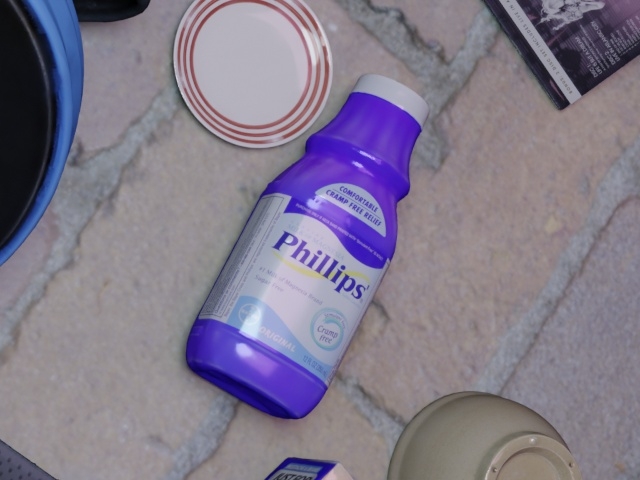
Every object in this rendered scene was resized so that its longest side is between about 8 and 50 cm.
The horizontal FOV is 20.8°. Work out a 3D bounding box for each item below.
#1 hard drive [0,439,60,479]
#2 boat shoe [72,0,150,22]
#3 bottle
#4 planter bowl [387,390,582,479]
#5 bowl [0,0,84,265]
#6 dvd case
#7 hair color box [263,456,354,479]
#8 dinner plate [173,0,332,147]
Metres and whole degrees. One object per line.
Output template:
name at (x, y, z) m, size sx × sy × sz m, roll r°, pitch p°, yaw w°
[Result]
hard drive at (-0.299, 0.251, 1.239) m, size 0.172 × 0.054 × 0.254 m, roll 45°, pitch 66°, yaw -42°
boat shoe at (-0.335, -0.214, 1.219) m, size 0.500 × 0.187 × 0.156 m, roll -6°, pitch 83°, yaw -30°
bottle at (0.000, 0.000, 1.402) m, size 0.118 × 0.092 × 0.282 m, roll 33°, pitch 74°, yaw -18°
planter bowl at (0.151, 0.208, 1.448) m, size 0.162 × 0.109 × 0.162 m, roll 1°, pitch 86°, yaw -24°
bowl at (-0.349, -0.092, 1.133) m, size 0.391 × 0.077 × 0.391 m, roll -7°, pitch 127°, yaw -9°
dvd case at (0.255, -0.244, 1.530) m, size 0.221 × 0.018 × 0.164 m, roll -36°, pitch 102°, yaw 2°
hair color box at (-0.066, 0.347, 1.343) m, size 0.339 × 0.110 × 0.185 m, roll -43°, pitch 103°, yaw -22°
dinner plate at (-0.056, -0.145, 1.429) m, size 0.141 × 0.017 × 0.141 m, roll 1°, pitch 87°, yaw -25°
